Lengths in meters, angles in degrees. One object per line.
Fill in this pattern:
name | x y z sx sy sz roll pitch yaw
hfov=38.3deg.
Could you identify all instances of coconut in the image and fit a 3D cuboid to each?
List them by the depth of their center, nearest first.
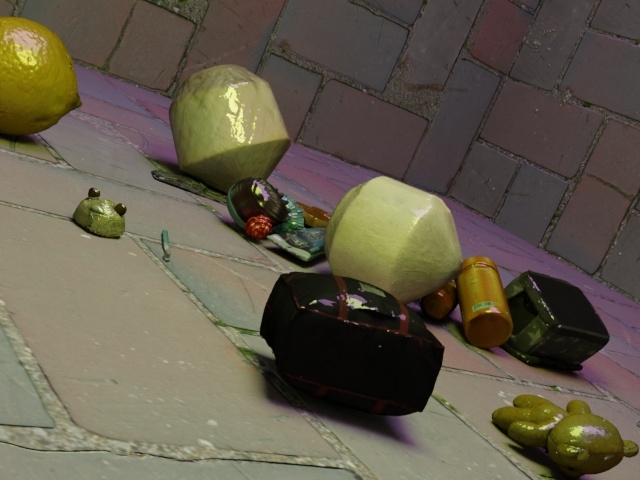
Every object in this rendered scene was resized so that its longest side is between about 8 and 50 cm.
coconut | 0.152 0.011 1.796 0.266 0.237 0.237 26 10 29
coconut | -0.218 -0.248 2.215 0.329 0.328 0.329 23 10 -4

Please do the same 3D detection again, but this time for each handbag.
handbag | 0.034 0.126 1.177 0.215 0.155 0.169 18 5 -18

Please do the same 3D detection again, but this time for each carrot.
carrot | 0.258 0.121 1.935 0.070 0.070 0.260 27 10 14

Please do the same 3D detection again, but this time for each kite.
kite | -0.270 -0.116 2.104 0.245 0.015 0.141 22 13 -9

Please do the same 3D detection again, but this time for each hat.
hat | -0.344 -0.043 1.455 0.077 0.059 0.076 36 20 31

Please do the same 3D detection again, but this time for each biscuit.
biscuit | 0.040 -0.033 2.321 0.249 0.035 0.184 18 12 -31

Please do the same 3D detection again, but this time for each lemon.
lemon | -0.602 -0.321 1.785 0.253 0.228 0.228 19 11 -48

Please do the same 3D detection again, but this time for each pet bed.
pet bed | 0.463 0.179 1.929 0.211 0.159 0.183 14 39 -38

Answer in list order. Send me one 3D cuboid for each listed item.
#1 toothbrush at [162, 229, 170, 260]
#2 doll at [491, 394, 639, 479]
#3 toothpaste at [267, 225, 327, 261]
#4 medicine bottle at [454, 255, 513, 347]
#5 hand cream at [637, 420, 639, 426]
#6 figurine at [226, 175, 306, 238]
toothbrush | -0.256 0.004 1.529 0.011 0.014 0.167 12 13 -14
doll | 0.337 0.278 1.309 0.137 0.097 0.209 -7 11 -25
toothpaste | 0.000 0.000 1.994 0.099 0.061 0.392 30 13 16
medicine bottle | 0.325 0.122 1.855 0.096 0.096 0.192 21 31 -15
hand cream | 0.661 0.353 1.801 0.057 0.037 0.165 29 17 26
figurine | -0.104 -0.057 1.944 0.138 0.110 0.245 48 12 21
